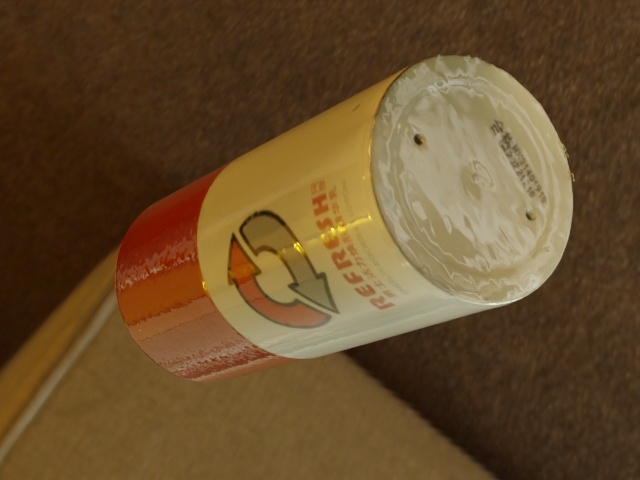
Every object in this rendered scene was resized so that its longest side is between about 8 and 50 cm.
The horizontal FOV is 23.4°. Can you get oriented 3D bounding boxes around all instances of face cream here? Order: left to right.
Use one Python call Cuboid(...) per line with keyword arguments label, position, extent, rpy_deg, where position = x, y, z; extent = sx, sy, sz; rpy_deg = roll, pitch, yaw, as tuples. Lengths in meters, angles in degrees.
Cuboid(label="face cream", position=(0.000, 0.000, 0.652), extent=(0.096, 0.096, 0.214), rpy_deg=(49, 147, -13))
